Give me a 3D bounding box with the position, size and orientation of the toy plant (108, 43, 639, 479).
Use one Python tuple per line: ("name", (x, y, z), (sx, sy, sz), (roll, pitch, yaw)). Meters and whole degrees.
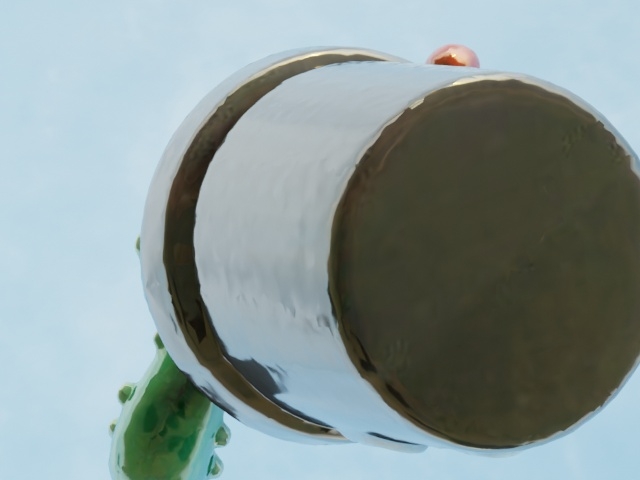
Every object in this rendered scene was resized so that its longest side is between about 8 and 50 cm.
("toy plant", (-0.004, 0.013, 0.892), (0.185, 0.400, 0.279), (16, -94, -21))
